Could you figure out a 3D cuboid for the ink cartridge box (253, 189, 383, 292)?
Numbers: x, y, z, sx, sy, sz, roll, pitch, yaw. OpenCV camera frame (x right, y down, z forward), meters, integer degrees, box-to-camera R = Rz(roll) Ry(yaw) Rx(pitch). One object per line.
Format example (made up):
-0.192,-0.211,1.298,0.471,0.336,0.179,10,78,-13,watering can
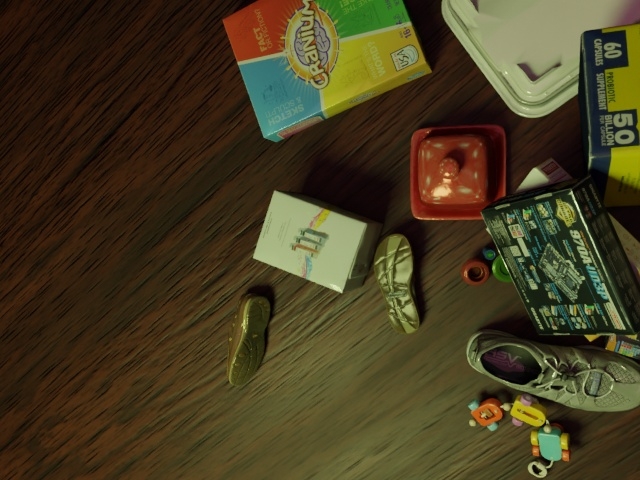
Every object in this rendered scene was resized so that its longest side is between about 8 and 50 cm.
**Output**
0.000,0.000,1.128,0.176,0.128,0.127,22,98,17,ink cartridge box

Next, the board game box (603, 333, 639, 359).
0.530,0.106,0.987,0.141,0.048,0.170,16,97,20,board game box

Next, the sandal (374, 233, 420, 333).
0.139,0.074,1.127,0.072,0.049,0.180,-6,104,25,sandal

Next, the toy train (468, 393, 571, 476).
0.333,0.305,1.065,0.166,0.046,0.125,44,130,4,toy train

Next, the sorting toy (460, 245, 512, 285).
0.284,0.039,1.081,0.102,0.042,0.061,-10,103,7,sorting toy

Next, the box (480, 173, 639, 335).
0.344,0.030,0.921,0.175,0.051,0.220,-17,101,62,box

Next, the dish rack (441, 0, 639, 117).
0.383,-0.390,1.018,0.333,0.072,0.285,-36,80,18,dish rack

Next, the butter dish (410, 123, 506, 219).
0.217,-0.114,1.055,0.160,0.118,0.160,0,91,20,butter dish

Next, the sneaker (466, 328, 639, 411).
0.364,0.214,1.011,0.281,0.115,0.105,8,94,19,sneaker

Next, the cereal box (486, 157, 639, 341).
0.374,0.016,0.967,0.047,0.173,0.240,-30,69,-28,cereal box

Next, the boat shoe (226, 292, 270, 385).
-0.143,0.184,1.223,0.060,0.064,0.178,18,97,49,boat shoe

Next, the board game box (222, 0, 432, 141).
0.007,-0.349,1.151,0.316,0.064,0.242,-22,84,18,board game box

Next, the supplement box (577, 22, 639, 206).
0.545,-0.175,0.875,0.356,0.195,0.194,-3,72,19,supplement box
